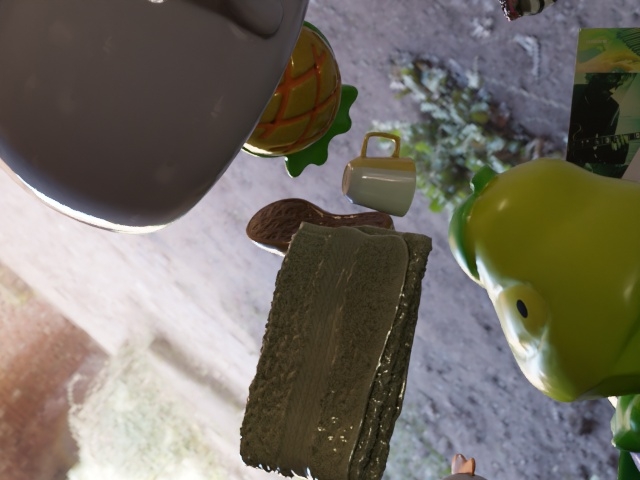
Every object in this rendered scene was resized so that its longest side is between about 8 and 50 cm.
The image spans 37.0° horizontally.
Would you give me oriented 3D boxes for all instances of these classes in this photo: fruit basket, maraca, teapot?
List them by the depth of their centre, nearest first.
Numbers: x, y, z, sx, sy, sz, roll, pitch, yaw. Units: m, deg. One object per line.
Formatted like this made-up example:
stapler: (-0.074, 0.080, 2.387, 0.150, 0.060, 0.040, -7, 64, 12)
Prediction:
teapot: (-0.134, -0.136, 0.551, 0.187, 0.256, 0.252, 26, -149, -26)
fruit basket: (0.262, 0.092, 0.698, 0.392, 0.283, 0.392, 10, 158, 4)
maraca: (-0.027, -0.127, 0.869, 0.099, 0.127, 0.186, 39, -179, 35)

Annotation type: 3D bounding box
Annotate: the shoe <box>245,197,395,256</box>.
shoe: (0.000, 0.000, 1.075, 0.219, 0.076, 0.058, 8, 141, 45)

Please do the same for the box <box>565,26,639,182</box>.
box: (0.453, -0.128, 1.288, 0.232, 0.322, 0.058, 4, 175, 26)

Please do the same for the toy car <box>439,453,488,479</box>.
toy car: (0.179, 0.393, 1.223, 0.219, 0.238, 0.210, 12, 134, -5)

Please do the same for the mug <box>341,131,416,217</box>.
mug: (0.056, -0.064, 0.971, 0.064, 0.078, 0.062, 7, 140, -14)

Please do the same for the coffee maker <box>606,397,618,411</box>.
coffee maker: (0.444, 0.235, 1.287, 0.178, 0.171, 0.120, 60, -162, 11)

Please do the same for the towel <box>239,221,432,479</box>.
towel: (0.004, 0.062, 0.529, 0.027, 0.148, 0.110, 23, 167, -41)

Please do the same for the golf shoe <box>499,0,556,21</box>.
golf shoe: (0.286, -0.416, 1.381, 0.067, 0.086, 0.186, -55, -51, -78)
